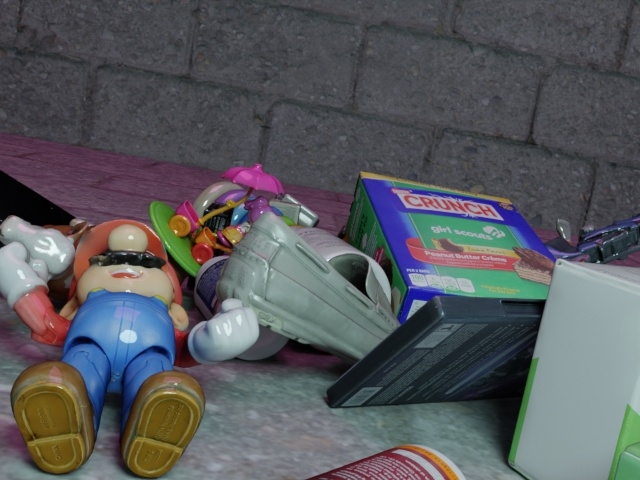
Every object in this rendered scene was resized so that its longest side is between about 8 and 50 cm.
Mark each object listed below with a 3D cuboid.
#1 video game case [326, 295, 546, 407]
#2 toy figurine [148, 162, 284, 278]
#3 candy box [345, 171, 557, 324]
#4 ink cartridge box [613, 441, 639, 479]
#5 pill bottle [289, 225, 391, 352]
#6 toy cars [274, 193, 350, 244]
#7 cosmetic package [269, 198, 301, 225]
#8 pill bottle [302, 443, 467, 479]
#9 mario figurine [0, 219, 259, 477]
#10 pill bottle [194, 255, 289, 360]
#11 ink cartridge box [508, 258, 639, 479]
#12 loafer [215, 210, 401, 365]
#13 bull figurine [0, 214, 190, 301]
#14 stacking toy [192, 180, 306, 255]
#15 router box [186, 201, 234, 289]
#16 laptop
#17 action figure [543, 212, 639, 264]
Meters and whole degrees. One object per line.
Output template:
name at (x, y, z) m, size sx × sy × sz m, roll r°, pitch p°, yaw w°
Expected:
video game case at (0.169, 0.116, 0.733) m, size 0.274 × 0.196 × 0.026 m, roll 4°, pitch 55°, yaw -31°
toy figurine at (-0.115, -0.024, 0.983) m, size 0.173 × 0.159 × 0.130 m, roll 54°, pitch 8°, yaw -12°
candy box at (0.197, 0.038, 1.059) m, size 0.268 × 0.122 × 0.317 m, roll 8°, pitch 28°, yaw -15°
ink cartridge box at (0.342, 0.217, 0.434) m, size 0.201 × 0.117 × 0.278 m, roll 2°, pitch 12°, yaw -41°
pill bottle at (-0.008, 0.053, 0.982) m, size 0.131 × 0.131 × 0.229 m, roll 7°, pitch 10°, yaw -21°
toy cars at (0.000, 0.000, 1.420) m, size 0.393 × 0.087 × 0.176 m, roll 17°, pitch -24°, yaw 42°
cosmetic package at (-0.074, -0.015, 1.356) m, size 0.060 × 0.115 × 0.041 m, roll 12°, pitch 11°, yaw 1°
pill bottle at (0.020, 0.176, 0.426) m, size 0.086 × 0.086 × 0.152 m, roll 19°, pitch 12°, yaw 40°
mario figurine at (-0.180, 0.055, 0.647) m, size 0.198 × 0.170 × 0.320 m, roll 44°, pitch 5°, yaw -23°
pill bottle at (-0.100, 0.072, 0.881) m, size 0.094 × 0.094 × 0.169 m, roll 6°, pitch 11°, yaw -24°
ink cartridge box at (0.327, 0.132, 0.671) m, size 0.272 × 0.198 × 0.114 m, roll 5°, pitch 10°, yaw -30°
loafer at (0.031, 0.071, 0.786) m, size 0.112 × 0.111 × 0.319 m, roll 20°, pitch -7°, yaw 46°
bull figurine at (-0.297, 0.022, 0.906) m, size 0.188 × 0.101 × 0.310 m, roll 14°, pitch -1°, yaw 28°
stacking toy at (-0.067, 0.008, 1.218) m, size 0.330 × 0.141 × 0.141 m, roll 22°, pitch 15°, yaw 34°
router box at (-0.165, 0.008, 1.103) m, size 0.038 × 0.123 × 0.092 m, roll 14°, pitch 10°, yaw -4°
laptop at (-0.608, -0.024, 1.139) m, size 0.407 × 0.236 × 0.382 m, roll -22°, pitch 18°, yaw -13°
action figure at (0.446, 0.062, 1.278) m, size 0.341 × 0.179 × 0.330 m, roll -19°, pitch 14°, yaw 6°
